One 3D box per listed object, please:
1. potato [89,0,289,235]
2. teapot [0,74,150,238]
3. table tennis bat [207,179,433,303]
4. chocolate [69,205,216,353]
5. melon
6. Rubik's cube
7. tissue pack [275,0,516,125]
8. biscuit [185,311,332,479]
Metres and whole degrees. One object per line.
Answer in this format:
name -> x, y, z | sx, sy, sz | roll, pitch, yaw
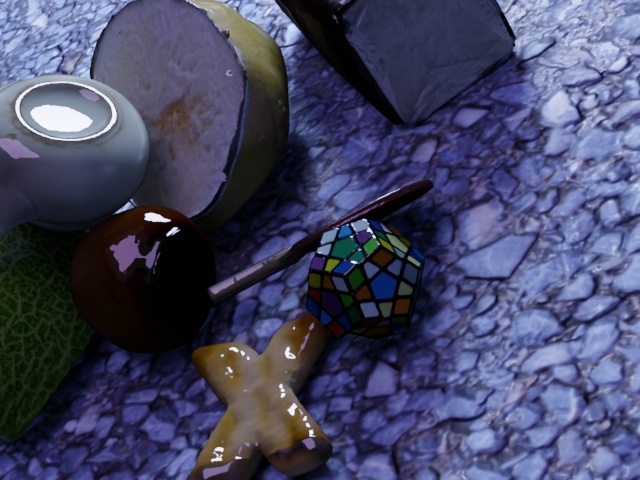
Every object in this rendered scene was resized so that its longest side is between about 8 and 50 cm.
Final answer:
potato -> -0.126, -0.149, 1.995 | 0.246, 0.196, 0.300 | -36, 61, 32
teapot -> -0.329, -0.125, 1.927 | 0.219, 0.149, 0.318 | -7, 42, -24
table tennis bat -> 0.000, 0.000, 1.789 | 0.274, 0.021, 0.154 | -27, -5, 10
chocolate -> -0.203, 0.045, 1.853 | 0.176, 0.177, 0.177 | -20, 39, 17
melon -> -0.401, 0.052, 1.954 | 0.331, 0.226, 0.344 | 20, 64, 17
Rubik's cube -> 0.047, 0.043, 1.701 | 0.133, 0.133, 0.112 | -43, 15, -13
tissue pack -> 0.054, -0.320, 2.033 | 0.198, 0.210, 0.370 | -40, 38, 1
biscuit -> -0.061, 0.169, 1.694 | 0.164, 0.047, 0.208 | -17, 38, 15
